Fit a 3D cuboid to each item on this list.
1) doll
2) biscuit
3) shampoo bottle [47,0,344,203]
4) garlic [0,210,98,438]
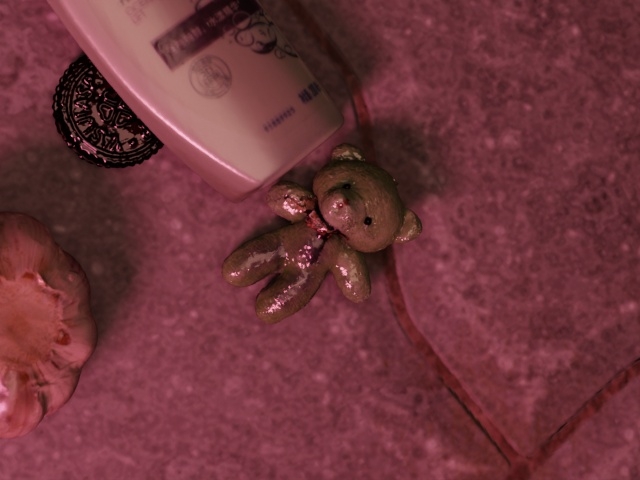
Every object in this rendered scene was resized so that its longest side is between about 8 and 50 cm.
[{"bbox_3d":[0.000,0.000,1.174,0.150,0.077,0.115,-42,87,-2],"label":"doll"},{"bbox_3d":[-0.158,-0.098,1.155,0.087,0.027,0.089,-4,88,-14],"label":"biscuit"},{"bbox_3d":[-0.136,-0.193,1.132,0.134,0.078,0.359,-41,98,-28],"label":"shampoo bottle"},{"bbox_3d":[-0.233,0.056,1.092,0.147,0.102,0.159,-30,107,-28],"label":"garlic"}]
